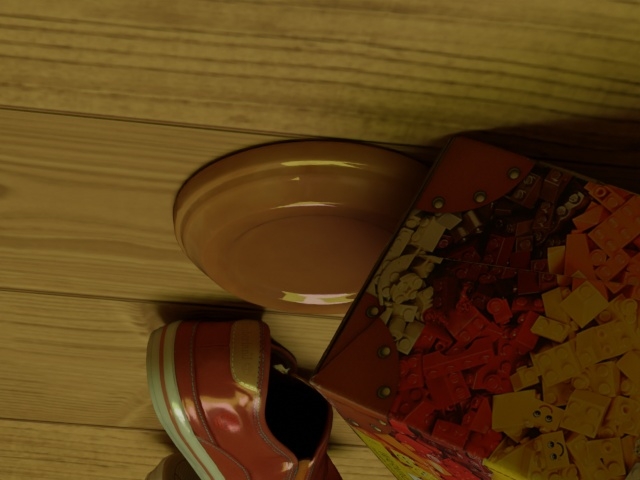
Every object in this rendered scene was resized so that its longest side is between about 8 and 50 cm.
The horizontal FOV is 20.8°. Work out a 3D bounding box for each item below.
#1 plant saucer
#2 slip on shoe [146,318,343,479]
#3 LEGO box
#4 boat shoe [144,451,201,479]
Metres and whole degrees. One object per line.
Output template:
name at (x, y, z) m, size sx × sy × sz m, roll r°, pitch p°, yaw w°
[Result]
plant saucer at (0.000, 0.000, 1.170) m, size 0.200 × 0.037 × 0.200 m, roll 1°, pitch 152°, yaw 1°
slip on shoe at (-0.033, 0.162, 1.393) m, size 0.101 × 0.123 × 0.331 m, roll -11°, pitch 144°, yaw 14°
LEGO box at (0.267, 0.177, 1.164) m, size 0.372 × 0.193 × 0.500 m, roll 22°, pitch 163°, yaw 32°
boat shoe at (-0.096, 0.271, 1.605) m, size 0.096 × 0.098 × 0.277 m, roll -14°, pitch 149°, yaw 24°
